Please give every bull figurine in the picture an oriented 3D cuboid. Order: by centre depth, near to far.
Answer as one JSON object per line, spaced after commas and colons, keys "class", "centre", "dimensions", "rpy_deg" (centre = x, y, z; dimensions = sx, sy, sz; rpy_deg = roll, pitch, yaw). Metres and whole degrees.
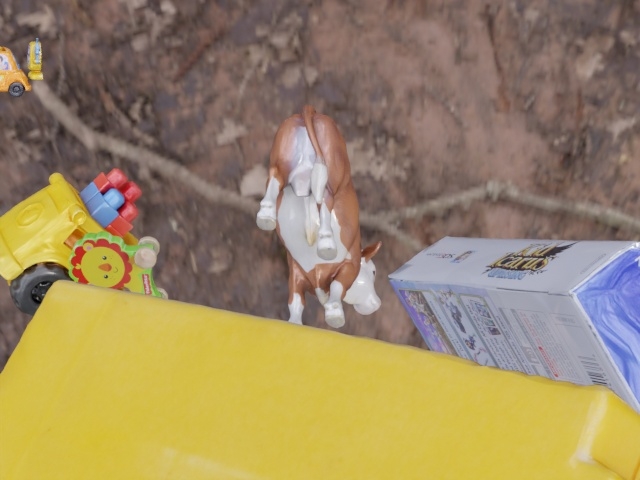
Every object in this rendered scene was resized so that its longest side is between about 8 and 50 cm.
{"class": "bull figurine", "centre": [0.000, 0.000, 1.668], "dimensions": [0.101, 0.310, 0.188], "rpy_deg": [-5, 42, 14]}

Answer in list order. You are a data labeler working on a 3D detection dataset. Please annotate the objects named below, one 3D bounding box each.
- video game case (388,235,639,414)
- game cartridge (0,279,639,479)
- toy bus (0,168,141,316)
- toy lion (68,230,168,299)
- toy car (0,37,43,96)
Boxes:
{"class": "video game case", "centre": [0.178, 0.122, 0.933], "dimensions": [0.061, 0.244, 0.269], "rpy_deg": [-35, 103, -18]}
{"class": "game cartridge", "centre": [-0.058, 0.160, 0.515], "dimensions": [0.324, 0.053, 0.285], "rpy_deg": [9, 66, 46]}
{"class": "toy bus", "centre": [-0.305, 0.015, 1.942], "dimensions": [0.211, 0.220, 0.149], "rpy_deg": [-41, 40, -1]}
{"class": "toy lion", "centre": [-0.214, 0.036, 1.545], "dimensions": [0.096, 0.100, 0.034], "rpy_deg": [-4, 28, 4]}
{"class": "toy car", "centre": [-0.249, -0.138, 1.142], "dimensions": [0.060, 0.122, 0.040], "rpy_deg": [1, 106, -4]}
